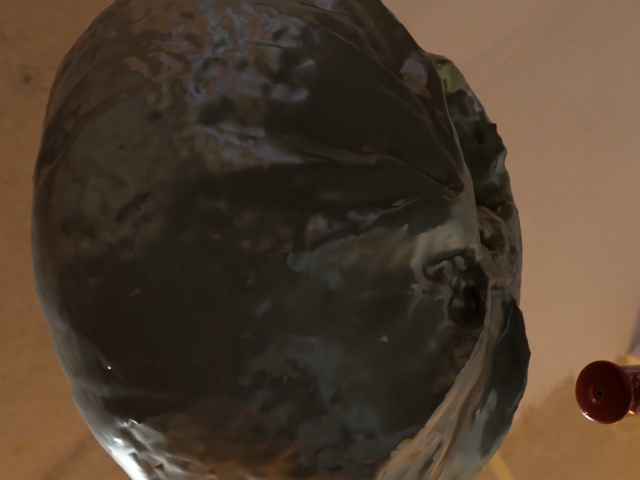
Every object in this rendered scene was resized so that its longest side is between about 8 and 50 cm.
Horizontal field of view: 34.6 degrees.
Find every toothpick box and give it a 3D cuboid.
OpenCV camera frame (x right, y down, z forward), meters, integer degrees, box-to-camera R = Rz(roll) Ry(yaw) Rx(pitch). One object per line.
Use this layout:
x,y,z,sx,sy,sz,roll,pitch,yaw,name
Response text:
0.222,0.107,0.730,0.083,0.047,0.047,5,-78,-42,toothpick box

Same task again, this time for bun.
0.000,0.000,0.585,0.362,0.211,0.362,39,-135,-54,bun
